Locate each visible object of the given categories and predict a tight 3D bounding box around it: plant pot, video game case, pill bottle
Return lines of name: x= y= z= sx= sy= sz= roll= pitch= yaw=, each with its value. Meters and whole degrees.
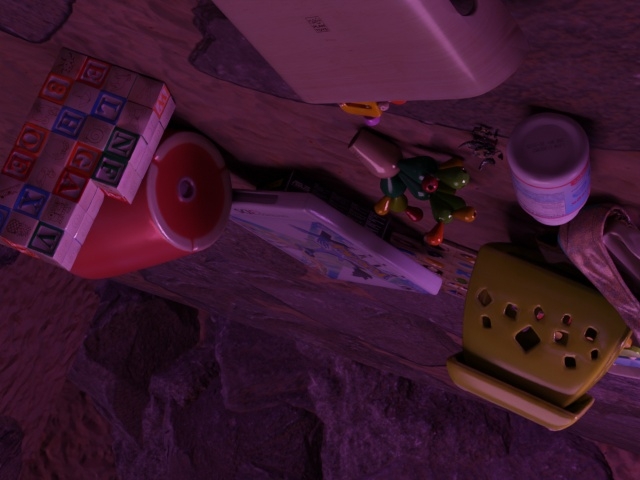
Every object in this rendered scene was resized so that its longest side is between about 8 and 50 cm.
plant pot: x=-0.297 y=-0.075 z=1.801 sx=0.243 sy=0.275 sz=0.275 roll=-2 pitch=155 yaw=39
plant pot: x=0.316 y=0.138 z=1.561 sx=0.228 sy=0.207 sz=0.227 roll=23 pitch=-172 yaw=19
video game case: x=0.000 y=0.000 z=1.867 sx=0.329 sy=0.036 sz=0.300 roll=31 pitch=165 yaw=-36
pill bottle: x=0.259 y=-0.074 z=1.224 sx=0.087 sy=0.087 sz=0.160 roll=17 pitch=167 yaw=20

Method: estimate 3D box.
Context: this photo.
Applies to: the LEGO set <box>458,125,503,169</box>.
LEGO set: x=0.198 y=-0.116 z=1.314 sx=0.054 sy=0.023 sz=0.083 roll=21 pitch=154 yaw=-6

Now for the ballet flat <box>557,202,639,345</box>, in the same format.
ballet flat: x=0.429 y=0.076 z=1.367 sx=0.316 sy=0.107 sz=0.106 roll=44 pitch=147 yaw=-6

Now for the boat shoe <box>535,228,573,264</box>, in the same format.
boat shoe: x=0.341 y=0.003 z=1.488 sx=0.045 sy=0.050 sz=0.135 roll=49 pitch=154 yaw=-14

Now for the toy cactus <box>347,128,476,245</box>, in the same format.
toy cactus: x=0.112 y=-0.077 z=1.463 sx=0.180 sy=0.112 sz=0.219 roll=34 pitch=173 yaw=-11

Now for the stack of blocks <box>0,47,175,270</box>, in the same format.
stack of blocks: x=-0.354 y=-0.112 z=1.597 sx=0.171 sy=0.297 sz=0.087 roll=21 pitch=167 yaw=9

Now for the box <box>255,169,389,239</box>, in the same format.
box: x=-0.004 y=-0.050 z=1.855 sx=0.190 sy=0.045 sz=0.184 roll=26 pitch=164 yaw=-17

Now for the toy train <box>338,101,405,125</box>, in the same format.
toy train: x=0.038 y=-0.192 z=1.210 sx=0.166 sy=0.046 sz=0.125 roll=26 pitch=152 yaw=4

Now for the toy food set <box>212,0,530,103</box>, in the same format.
toy food set: x=0.018 y=-0.234 z=1.008 sx=0.306 sy=0.092 sz=0.220 roll=5 pitch=148 yaw=48

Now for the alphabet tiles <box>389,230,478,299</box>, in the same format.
alphabet tiles: x=0.258 y=0.062 z=1.960 sx=0.285 sy=0.011 sz=0.342 roll=21 pitch=167 yaw=7

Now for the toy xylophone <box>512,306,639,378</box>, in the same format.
toy xylophone: x=0.460 y=0.137 z=1.774 sx=0.322 sy=0.081 sz=0.236 roll=28 pitch=165 yaw=-26
